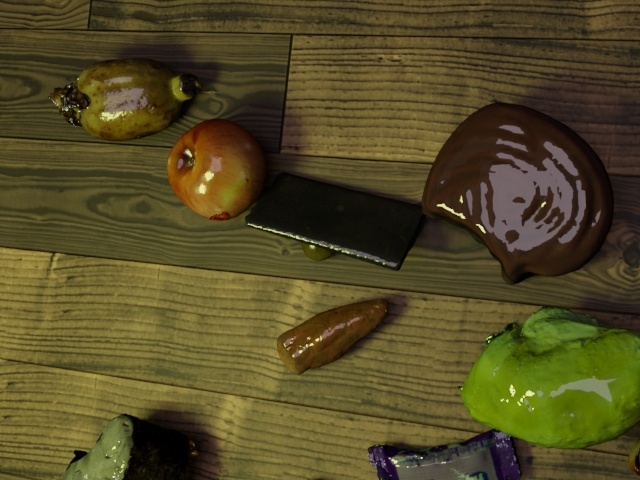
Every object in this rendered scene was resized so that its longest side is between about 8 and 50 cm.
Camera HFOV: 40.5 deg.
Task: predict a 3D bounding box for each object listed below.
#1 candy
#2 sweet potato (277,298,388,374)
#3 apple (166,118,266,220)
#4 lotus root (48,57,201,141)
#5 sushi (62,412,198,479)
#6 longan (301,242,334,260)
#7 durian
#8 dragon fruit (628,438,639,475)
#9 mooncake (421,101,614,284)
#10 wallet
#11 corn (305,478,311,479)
[{"bbox_3d":[0.232,0.433,1.608,0.275,0.070,0.145,-12,90,12],"label":"candy"},{"bbox_3d":[0.023,0.182,1.675,0.252,0.097,0.097,-27,79,15],"label":"sweet potato"},{"bbox_3d":[-0.205,-0.140,1.709,0.209,0.164,0.209,-15,66,37],"label":"apple"},{"bbox_3d":[-0.397,-0.294,1.810,0.314,0.141,0.169,-5,88,7],"label":"lotus root"},{"bbox_3d":[-0.401,0.514,1.729,0.348,0.207,0.234,-61,34,1],"label":"sushi"},{"bbox_3d":[0.000,0.000,1.712,0.075,0.075,0.083,9,48,17],"label":"longan"},{"bbox_3d":[0.405,0.234,1.470,0.340,0.204,0.256,19,77,53],"label":"durian"},{"bbox_3d":[0.642,0.370,1.405,0.243,0.227,0.307,-33,80,17],"label":"dragon fruit"},{"bbox_3d":[0.343,-0.084,1.554,0.334,0.174,0.326,-16,84,15],"label":"mooncake"},{"bbox_3d":[0.030,-0.040,1.673,0.321,0.044,0.170,15,49,18],"label":"wallet"},{"bbox_3d":[0.003,0.565,1.668,0.087,0.087,0.211,-22,87,15],"label":"corn"}]
